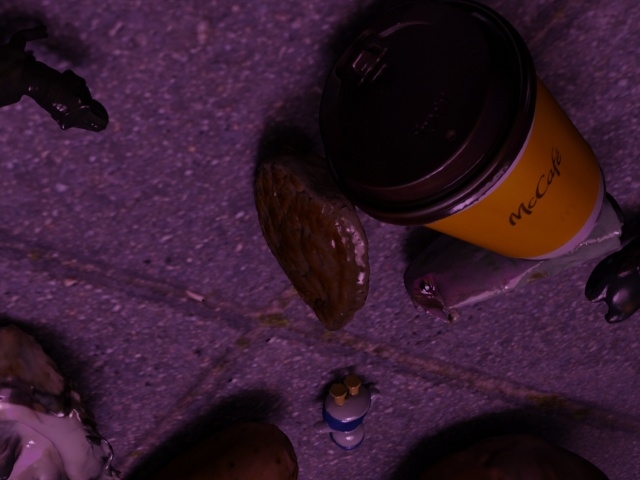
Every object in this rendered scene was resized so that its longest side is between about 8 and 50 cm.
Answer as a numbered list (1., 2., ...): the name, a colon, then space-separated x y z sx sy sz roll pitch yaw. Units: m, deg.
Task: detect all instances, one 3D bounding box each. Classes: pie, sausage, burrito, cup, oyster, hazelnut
1. pie: 0.000 0.000 0.952 0.079 0.163 0.193 -20 153 -15
2. sausage: -0.208 0.383 1.309 0.501 0.136 0.123 -44 170 27
3. burrito: 0.197 0.010 1.077 0.229 0.089 0.144 -23 -177 4
4. cup: 0.139 -0.079 0.904 0.196 0.196 0.280 -38 143 20
5. oyster: -0.337 0.229 1.110 0.238 0.114 0.351 1 131 -10
6. hazelnut: 0.257 0.446 1.439 0.373 0.315 0.372 -4 106 -14

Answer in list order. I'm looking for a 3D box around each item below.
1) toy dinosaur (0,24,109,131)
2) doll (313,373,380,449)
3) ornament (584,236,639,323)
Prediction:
1. toy dinosaur: -0.240 -0.092 0.735 0.187 0.178 0.087 -5 138 -20
2. doll: 0.034 0.222 1.284 0.099 0.057 0.142 -30 144 -20
3. ornament: 0.374 -0.033 1.098 0.202 0.080 0.236 -30 147 -17
